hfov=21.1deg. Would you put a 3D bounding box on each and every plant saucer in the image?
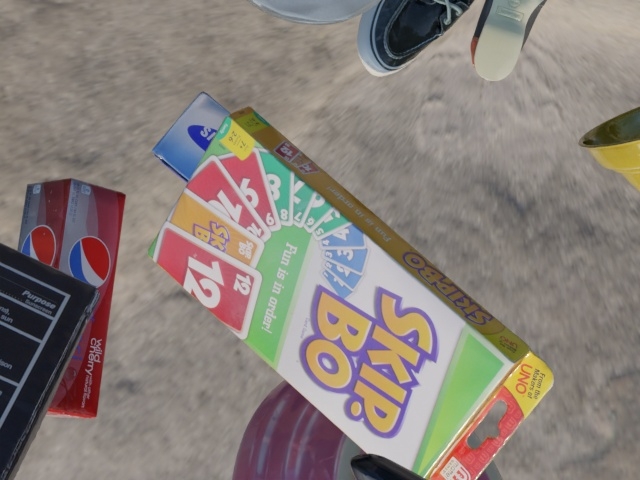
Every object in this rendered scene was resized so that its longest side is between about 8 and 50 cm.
[{"bbox_3d":[0.067,0.255,1.446,0.084,0.332,0.332,-23,97,38],"label":"plant saucer"}]

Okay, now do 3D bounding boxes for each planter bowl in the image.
[{"bbox_3d":[0.383,-0.094,1.774,0.217,0.217,0.090,-18,99,9],"label":"planter bowl"}]

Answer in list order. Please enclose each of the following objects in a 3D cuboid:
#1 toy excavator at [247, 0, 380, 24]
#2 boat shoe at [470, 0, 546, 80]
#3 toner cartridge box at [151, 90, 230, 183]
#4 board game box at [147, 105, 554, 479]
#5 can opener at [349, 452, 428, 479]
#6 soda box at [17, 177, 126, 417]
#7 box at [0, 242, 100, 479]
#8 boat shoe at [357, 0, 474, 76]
[{"bbox_3d":[-0.021,-0.420,1.081,0.445,0.222,0.433,41,94,-12],"label":"toy excavator"},{"bbox_3d":[0.153,-0.189,1.323,0.049,0.043,0.137,21,108,-1],"label":"boat shoe"},{"bbox_3d":[0.000,0.000,1.594,0.348,0.165,0.075,39,88,-7],"label":"toner cartridge box"},{"bbox_3d":[0.015,0.044,1.077,0.259,0.039,0.124,40,122,11],"label":"board game box"},{"bbox_3d":[0.082,0.140,0.621,0.186,0.073,0.059,40,84,4],"label":"can opener"},{"bbox_3d":[-0.294,0.067,1.947,0.092,0.083,0.263,-4,76,44],"label":"soda box"},{"bbox_3d":[-0.343,0.114,1.132,0.296,0.294,0.182,26,128,-4],"label":"box"},{"bbox_3d":[0.117,-0.257,1.792,0.078,0.070,0.219,51,59,-24],"label":"boat shoe"}]
